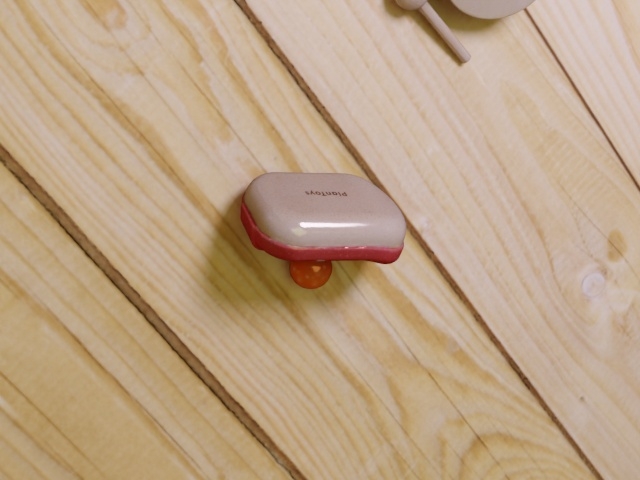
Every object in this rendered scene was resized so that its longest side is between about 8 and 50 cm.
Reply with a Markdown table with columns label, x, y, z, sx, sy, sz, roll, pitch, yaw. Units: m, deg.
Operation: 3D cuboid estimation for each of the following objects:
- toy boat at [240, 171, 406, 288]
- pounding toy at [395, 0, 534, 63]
| label | x | y | z | sx | sy | sz | roll | pitch | yaw |
| --- | --- | --- | --- | --- | --- | --- | --- | --- | --- |
| toy boat | 0.000 | 0.000 | 1.372 | 0.231 | 0.151 | 0.151 | 0 | 126 | -24 |
| pounding toy | 0.222 | -0.403 | 1.448 | 0.237 | 0.110 | 0.183 | -44 | 127 | 17 |
